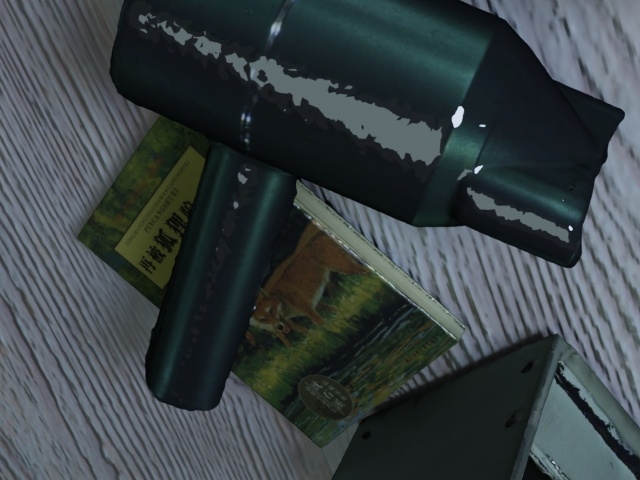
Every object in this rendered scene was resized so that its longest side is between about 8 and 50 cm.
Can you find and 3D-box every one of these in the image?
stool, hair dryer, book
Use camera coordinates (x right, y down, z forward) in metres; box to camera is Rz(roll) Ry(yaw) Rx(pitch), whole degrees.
[{"bbox_3d":[0.116,0.240,0.581,0.170,0.270,0.243,-32,105,36],"label":"stool"},{"bbox_3d":[0.000,0.000,0.564,0.244,0.116,0.302,26,123,8],"label":"hair dryer"},{"bbox_3d":[-0.039,0.026,0.670,0.228,0.024,0.160,41,130,-5],"label":"book"}]
